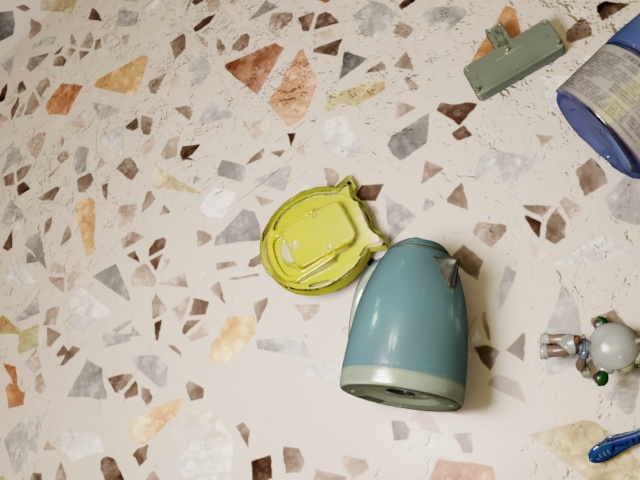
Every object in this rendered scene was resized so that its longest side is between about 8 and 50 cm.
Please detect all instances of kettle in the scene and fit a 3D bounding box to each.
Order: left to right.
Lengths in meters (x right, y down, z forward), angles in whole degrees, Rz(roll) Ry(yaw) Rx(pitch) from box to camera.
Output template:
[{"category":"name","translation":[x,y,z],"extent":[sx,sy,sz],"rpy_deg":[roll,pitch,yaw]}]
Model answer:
[{"category":"kettle","translation":[0.162,0.163,1.452],"extent":[0.319,0.247,0.342],"rpy_deg":[-17,56,49]}]

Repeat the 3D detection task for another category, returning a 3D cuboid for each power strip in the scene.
[{"category":"power strip","translation":[0.425,-0.433,1.584],"extent":[0.216,0.061,0.145],"rpy_deg":[-29,64,15]}]

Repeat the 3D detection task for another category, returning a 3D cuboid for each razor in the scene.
[{"category":"razor","translation":[0.634,0.327,1.248],"extent":[0.324,0.093,0.056],"rpy_deg":[-28,23,21]}]

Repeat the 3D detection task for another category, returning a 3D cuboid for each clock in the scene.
[{"category":"clock","translation":[0.000,0.003,1.657],"extent":[0.294,0.071,0.277],"rpy_deg":[-23,56,7]}]

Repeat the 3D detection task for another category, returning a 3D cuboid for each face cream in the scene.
[{"category":"face cream","translation":[0.608,-0.272,1.331],"extent":[0.225,0.249,0.249],"rpy_deg":[-41,61,10]}]

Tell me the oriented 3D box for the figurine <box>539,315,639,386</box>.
[{"category":"figurine","translation":[0.521,0.207,1.319],"extent":[0.197,0.093,0.147],"rpy_deg":[-10,48,32]}]
